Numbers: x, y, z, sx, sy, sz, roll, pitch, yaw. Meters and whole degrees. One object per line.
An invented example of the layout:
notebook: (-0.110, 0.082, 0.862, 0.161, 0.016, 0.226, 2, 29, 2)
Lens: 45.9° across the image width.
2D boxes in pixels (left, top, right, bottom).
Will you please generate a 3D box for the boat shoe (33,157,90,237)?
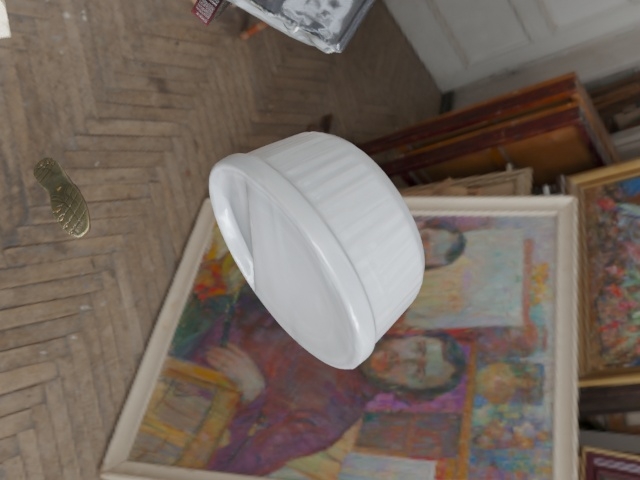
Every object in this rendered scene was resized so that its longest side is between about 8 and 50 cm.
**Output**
boat shoe: (-0.481, -0.079, 1.442, 0.178, 0.064, 0.060, 56, 0, 18)

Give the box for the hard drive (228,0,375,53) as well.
hard drive: (-0.122, -0.209, 0.371, 0.339, 0.064, 0.237, 31, 14, -10)

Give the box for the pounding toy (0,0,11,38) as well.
pounding toy: (-0.588, -0.393, 1.279, 0.100, 0.141, 0.130, -14, 46, -22)

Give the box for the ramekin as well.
ramekin: (0.000, 0.000, 0.861, 0.127, 0.273, 0.272, -35, 109, -22)

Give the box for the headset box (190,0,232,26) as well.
headset box: (-0.136, -0.332, 1.019, 0.032, 0.083, 0.062, 42, 55, -7)
